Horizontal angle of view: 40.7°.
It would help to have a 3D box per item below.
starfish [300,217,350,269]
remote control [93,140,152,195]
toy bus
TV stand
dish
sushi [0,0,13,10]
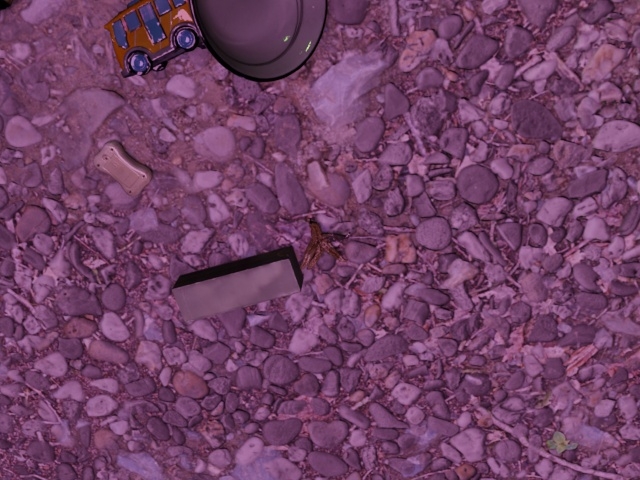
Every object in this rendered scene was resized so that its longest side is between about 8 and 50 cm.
[{"bbox_3d":[0.002,-0.003,1.844,0.133,0.041,0.130,-20,117,9],"label":"starfish"},{"bbox_3d":[-0.416,-0.151,1.815,0.122,0.032,0.074,42,109,-12],"label":"remote control"},{"bbox_3d":[-0.308,-0.405,1.654,0.209,0.126,0.136,-24,101,14],"label":"toy bus"},{"bbox_3d":[-0.177,0.095,1.878,0.269,0.083,0.088,-14,109,10],"label":"TV stand"},{"bbox_3d":[-0.136,-0.447,1.584,0.106,0.316,0.317,4,123,51],"label":"dish"},{"bbox_3d":[-0.678,-0.517,1.619,0.114,0.147,0.213,-28,104,15],"label":"sushi"}]
